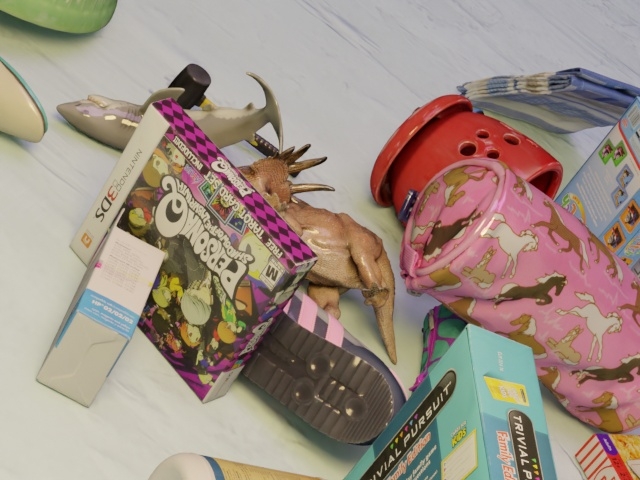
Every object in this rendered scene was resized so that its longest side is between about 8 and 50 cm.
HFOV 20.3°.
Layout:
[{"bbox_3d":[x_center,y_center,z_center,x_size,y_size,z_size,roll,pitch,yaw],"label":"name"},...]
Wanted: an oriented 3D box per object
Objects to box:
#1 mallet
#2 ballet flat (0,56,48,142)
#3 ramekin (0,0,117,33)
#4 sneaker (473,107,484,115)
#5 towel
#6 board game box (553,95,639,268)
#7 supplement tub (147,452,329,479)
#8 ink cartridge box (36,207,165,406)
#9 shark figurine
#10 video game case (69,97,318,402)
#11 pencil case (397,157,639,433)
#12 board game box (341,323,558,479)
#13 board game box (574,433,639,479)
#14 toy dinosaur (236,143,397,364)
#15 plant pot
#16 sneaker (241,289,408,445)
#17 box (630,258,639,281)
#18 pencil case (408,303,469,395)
[{"bbox_3d":[-0.096,-0.143,2.135,0.190,0.062,0.039,30,33,-7],"label":"mallet"},{"bbox_3d":[-0.390,-0.187,1.944,0.086,0.086,0.248,-10,52,-46],"label":"ballet flat"},{"bbox_3d":[-0.345,-0.393,2.103,0.303,0.148,0.303,29,22,-13],"label":"ramekin"},{"bbox_3d":[0.189,-0.112,2.348,0.078,0.067,0.188,48,28,-18],"label":"sneaker"},{"bbox_3d":[0.340,-0.184,2.417,0.209,0.285,0.034,15,84,-27],"label":"towel"},{"bbox_3d":[0.386,-0.054,2.296,0.039,0.211,0.160,13,40,-31],"label":"board game box"},{"bbox_3d":[-0.054,0.274,1.587,0.200,0.144,0.144,15,38,-26],"label":"supplement tub"},{"bbox_3d":[-0.209,0.062,1.751,0.061,0.104,0.181,28,35,-9],"label":"ink cartridge box"},{"bbox_3d":[-0.139,-0.106,1.998,0.166,0.278,0.116,29,63,-63],"label":"shark figurine"},{"bbox_3d":[-0.132,0.011,1.787,0.232,0.210,0.042,48,37,18],"label":"video game case"},{"bbox_3d":[0.254,0.068,1.991,0.386,0.167,0.160,37,55,-31],"label":"pencil case"},{"bbox_3d":[0.118,0.283,1.622,0.079,0.254,0.336,21,36,-20],"label":"board game box"},{"bbox_3d":[0.401,0.292,2.033,0.193,0.045,0.146,6,43,-35],"label":"board game box"},{"bbox_3d":[0.000,0.000,1.997,0.296,0.127,0.200,36,27,-8],"label":"toy dinosaur"},{"bbox_3d":[0.172,-0.071,2.162,0.174,0.191,0.191,44,35,20],"label":"plant pot"},{"bbox_3d":[-0.039,0.105,1.872,0.319,0.112,0.131,43,6,20],"label":"sneaker"},{"bbox_3d":[0.515,0.097,2.263,0.087,0.169,0.290,4,46,-33],"label":"box"},{"bbox_3d":[0.137,0.135,1.988,0.070,0.064,0.151,41,31,-18],"label":"pencil case"}]
